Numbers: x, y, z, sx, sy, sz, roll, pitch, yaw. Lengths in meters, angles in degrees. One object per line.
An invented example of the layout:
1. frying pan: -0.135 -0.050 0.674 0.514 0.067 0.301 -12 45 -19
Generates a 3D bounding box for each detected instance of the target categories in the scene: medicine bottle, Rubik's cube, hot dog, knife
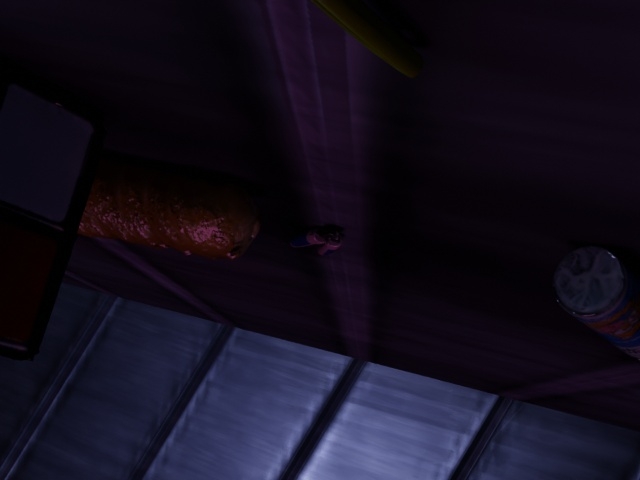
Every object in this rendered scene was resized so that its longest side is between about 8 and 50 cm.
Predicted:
1. medicine bottle: 0.224 0.053 0.707 0.051 0.051 0.191 9 170 35
2. Rubik's cube: -0.276 -0.035 0.629 0.167 0.180 0.183 7 165 37
3. hot dog: -0.183 -0.036 0.816 0.289 0.068 0.083 14 164 25
4. knife: -0.010 -0.095 0.323 0.184 0.026 0.022 26 -154 -54

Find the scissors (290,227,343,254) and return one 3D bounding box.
1. scissors: 0.000 0.000 0.878 0.039 0.012 0.113 17 170 -10

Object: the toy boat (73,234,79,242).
1. toy boat: -0.366 -0.021 1.086 0.092 0.134 0.299 44 170 6
